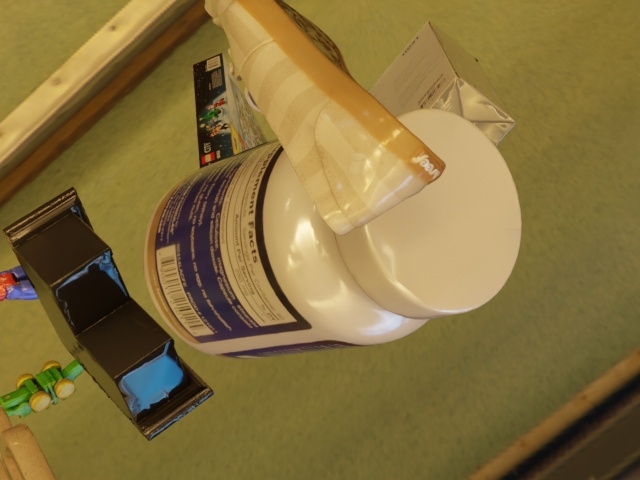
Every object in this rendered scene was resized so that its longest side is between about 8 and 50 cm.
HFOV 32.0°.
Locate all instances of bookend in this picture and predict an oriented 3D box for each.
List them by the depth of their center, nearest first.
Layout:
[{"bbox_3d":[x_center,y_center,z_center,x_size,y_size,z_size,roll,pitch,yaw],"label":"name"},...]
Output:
[{"bbox_3d":[-0.181,0.062,0.955,0.072,0.156,0.157,-35,137,-20],"label":"bookend"}]

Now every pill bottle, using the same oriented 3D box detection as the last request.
[{"bbox_3d":[0.000,0.000,0.763,0.153,0.265,0.153,6,79,-34],"label":"pill bottle"}]

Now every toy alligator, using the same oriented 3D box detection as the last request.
[{"bbox_3d":[-0.402,0.221,1.546,0.190,0.056,0.051,-28,135,-25],"label":"toy alligator"}]

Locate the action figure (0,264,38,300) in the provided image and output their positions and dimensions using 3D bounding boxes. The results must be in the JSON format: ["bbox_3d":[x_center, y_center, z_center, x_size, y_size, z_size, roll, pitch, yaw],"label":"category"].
[{"bbox_3d":[-0.472,0.089,1.674,0.091,0.280,0.139,54,128,22],"label":"action figure"}]

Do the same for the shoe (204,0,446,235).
[{"bbox_3d":[-0.017,-0.080,0.574,0.058,0.219,0.076,-49,134,11],"label":"shoe"}]

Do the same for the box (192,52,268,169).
[{"bbox_3d":[-0.098,-0.100,1.344,0.044,0.233,0.159,-20,128,8],"label":"box"}]

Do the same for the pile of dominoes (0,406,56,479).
[{"bbox_3d":[-0.092,0.135,0.433,0.040,0.251,0.196,-24,102,-27],"label":"pile of dominoes"}]

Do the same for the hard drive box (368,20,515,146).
[{"bbox_3d":[0.116,-0.135,1.306,0.089,0.232,0.181,34,110,-18],"label":"hard drive box"}]
